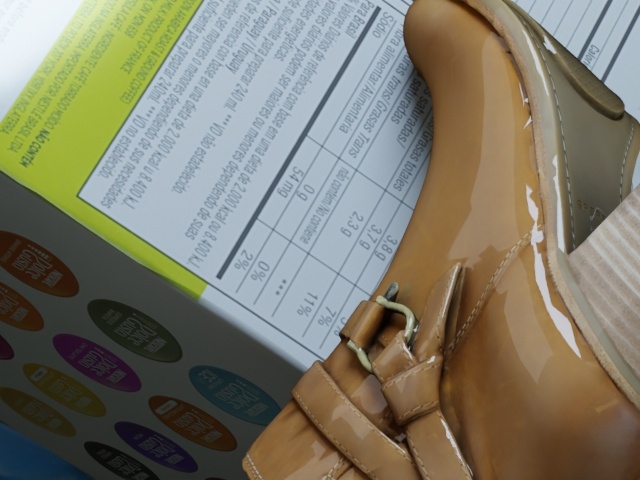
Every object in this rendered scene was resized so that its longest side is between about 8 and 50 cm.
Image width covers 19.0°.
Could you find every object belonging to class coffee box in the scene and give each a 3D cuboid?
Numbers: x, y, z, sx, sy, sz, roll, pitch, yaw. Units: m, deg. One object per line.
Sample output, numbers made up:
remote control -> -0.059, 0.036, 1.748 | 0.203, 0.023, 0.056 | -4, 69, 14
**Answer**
coffee box -> -0.034, -0.055, 1.052 | 0.338, 0.334, 0.337 | -61, 11, -25

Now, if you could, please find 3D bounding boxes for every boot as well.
boot -> 0.053, 0.023, 0.813 | 0.220, 0.109, 0.283 | -47, 46, 11

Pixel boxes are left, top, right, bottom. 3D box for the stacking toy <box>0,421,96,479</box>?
stacking toy -> -0.150, 0.077, 1.333 | 0.302, 0.175, 0.166 | -55, -21, -32
